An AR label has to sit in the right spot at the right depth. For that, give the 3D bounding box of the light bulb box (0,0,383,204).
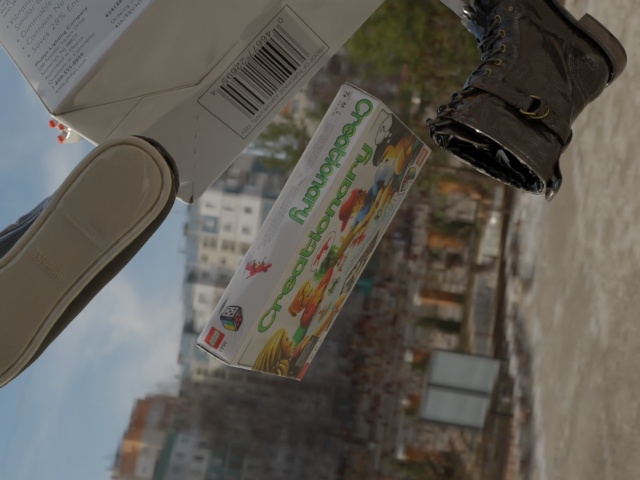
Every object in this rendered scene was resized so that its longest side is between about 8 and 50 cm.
[{"bbox_3d":[-0.168,-0.302,1.249,0.358,0.361,0.225,-46,-39,6],"label":"light bulb box"}]

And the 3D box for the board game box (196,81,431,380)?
[{"bbox_3d":[0.000,0.000,1.232,0.305,0.053,0.193,-61,-24,1],"label":"board game box"}]

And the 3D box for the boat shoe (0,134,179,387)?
[{"bbox_3d":[-0.253,0.039,1.006,0.335,0.112,0.095,-42,-2,0],"label":"boat shoe"}]

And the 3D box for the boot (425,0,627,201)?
[{"bbox_3d":[0.177,-0.178,1.194,0.229,0.263,0.091,-47,-16,-32],"label":"boot"}]

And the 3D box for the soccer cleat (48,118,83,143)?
[{"bbox_3d":[-0.312,-0.195,1.532,0.068,0.076,0.196,60,151,13],"label":"soccer cleat"}]
